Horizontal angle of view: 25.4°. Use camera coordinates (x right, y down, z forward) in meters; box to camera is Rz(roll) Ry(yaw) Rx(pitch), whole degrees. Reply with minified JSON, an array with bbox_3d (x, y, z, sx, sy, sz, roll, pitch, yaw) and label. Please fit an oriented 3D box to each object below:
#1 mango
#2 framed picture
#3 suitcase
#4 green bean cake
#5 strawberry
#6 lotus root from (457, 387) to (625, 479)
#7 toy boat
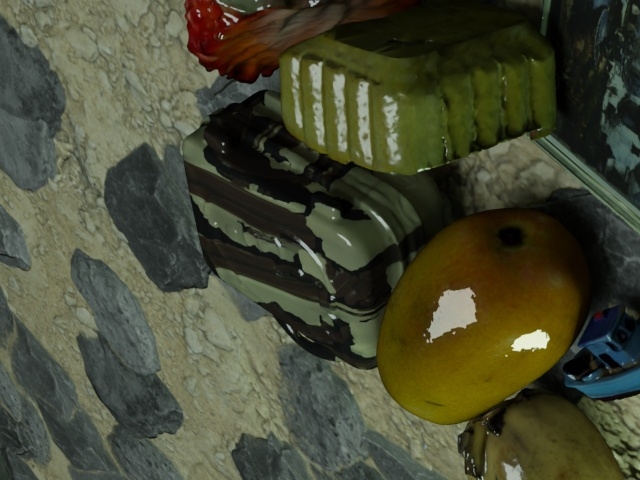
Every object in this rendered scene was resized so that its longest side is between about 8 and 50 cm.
[{"bbox_3d":[0.177,0.096,1.622,0.317,0.211,0.173,-60,32,37],"label":"mango"},{"bbox_3d":[0.280,-0.163,1.404,0.232,0.019,0.296,49,150,43],"label":"framed picture"},{"bbox_3d":[0.000,0.000,1.800,0.351,0.194,0.339,31,145,34],"label":"suitcase"},{"bbox_3d":[0.099,-0.169,1.473,0.233,0.236,0.124,26,129,49],"label":"green bean cake"},{"bbox_3d":[-0.035,-0.287,1.584,0.336,0.265,0.149,125,127,-78],"label":"strawberry"},{"bbox_3d":[0.292,0.324,1.724,0.182,0.182,0.310,-17,105,55],"label":"lotus root"},{"bbox_3d":[0.342,0.109,1.542,0.097,0.100,0.223,41,149,-9],"label":"toy boat"}]
